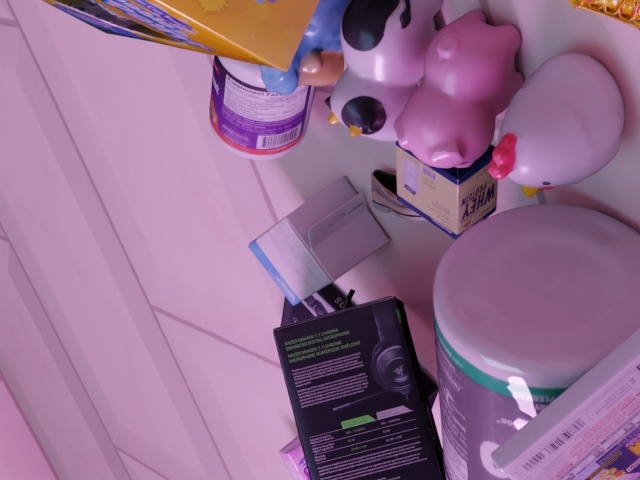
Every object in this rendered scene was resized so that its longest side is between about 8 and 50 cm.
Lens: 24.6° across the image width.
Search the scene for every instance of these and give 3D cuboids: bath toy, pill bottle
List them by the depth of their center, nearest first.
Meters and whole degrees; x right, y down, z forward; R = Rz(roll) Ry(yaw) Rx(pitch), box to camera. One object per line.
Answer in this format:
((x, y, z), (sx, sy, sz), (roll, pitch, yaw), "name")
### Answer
((0.100, -0.127, 1.275), (0.348, 0.129, 0.151), (29, 145, 40), "bath toy")
((0.211, 0.159, 1.351), (0.204, 0.204, 0.361), (34, 149, 35), "pill bottle")
((-0.056, -0.177, 1.493), (0.108, 0.108, 0.193), (44, 152, 19), "pill bottle")

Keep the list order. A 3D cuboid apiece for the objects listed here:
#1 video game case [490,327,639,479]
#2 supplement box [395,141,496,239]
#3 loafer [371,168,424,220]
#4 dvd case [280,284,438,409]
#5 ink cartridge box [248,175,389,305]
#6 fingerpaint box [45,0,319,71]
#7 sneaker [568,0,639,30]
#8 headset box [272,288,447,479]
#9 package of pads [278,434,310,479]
((0.259, 0.149, 1.203), (0.183, 0.201, 0.023), (39, -168, -45), "video game case")
((0.120, -0.062, 1.400), (0.083, 0.056, 0.083), (36, 149, 32), "supplement box")
((0.089, -0.048, 1.489), (0.125, 0.045, 0.039), (13, 126, 57), "loafer")
((0.042, 0.151, 1.824), (0.239, 0.029, 0.179), (43, 152, 19), "dvd case")
((0.000, 0.000, 1.636), (0.090, 0.092, 0.143), (54, 155, -2), "ink cartridge box")
((-0.259, -0.325, 1.306), (0.445, 0.163, 0.371), (26, 177, -36), "fingerpaint box")
((0.217, -0.182, 1.080), (0.175, 0.067, 0.064), (38, 148, 26), "sneaker")
((0.053, 0.193, 1.550), (0.246, 0.131, 0.283), (38, -144, -83), "headset box")
((-0.022, 0.323, 2.117), (0.032, 0.050, 0.083), (7, 128, 57), "package of pads")
